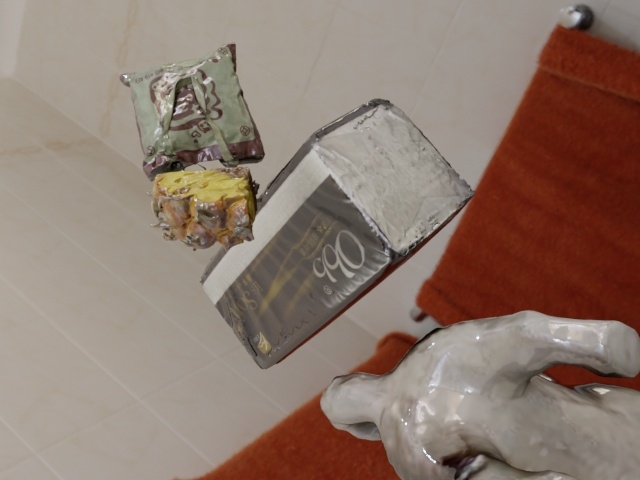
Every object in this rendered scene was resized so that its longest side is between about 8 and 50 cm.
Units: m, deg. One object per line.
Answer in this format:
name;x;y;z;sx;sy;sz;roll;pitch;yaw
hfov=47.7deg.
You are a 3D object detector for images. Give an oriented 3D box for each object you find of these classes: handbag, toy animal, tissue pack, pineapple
handbag;-0.223;-0.221;1.250;0.213;0.235;0.127;-14;-19;-9
toy animal;0.190;0.189;0.664;0.344;0.302;0.194;33;-117;-30
tissue pack;0.000;0.000;1.009;0.210;0.198;0.370;-40;-3;-43
pineapple;-0.100;-0.031;0.711;0.116;0.137;0.069;-30;-55;-39
